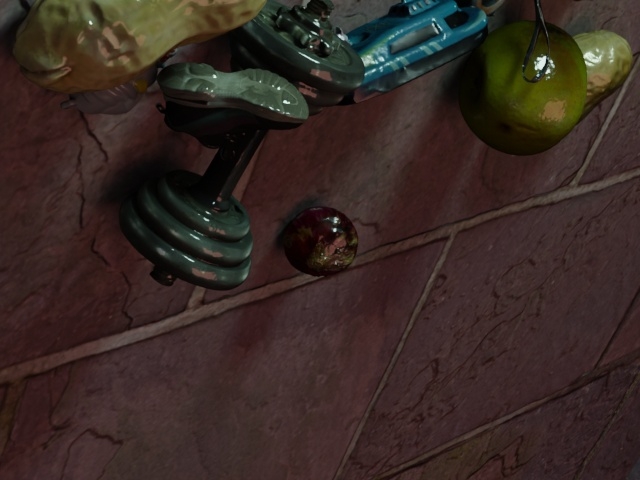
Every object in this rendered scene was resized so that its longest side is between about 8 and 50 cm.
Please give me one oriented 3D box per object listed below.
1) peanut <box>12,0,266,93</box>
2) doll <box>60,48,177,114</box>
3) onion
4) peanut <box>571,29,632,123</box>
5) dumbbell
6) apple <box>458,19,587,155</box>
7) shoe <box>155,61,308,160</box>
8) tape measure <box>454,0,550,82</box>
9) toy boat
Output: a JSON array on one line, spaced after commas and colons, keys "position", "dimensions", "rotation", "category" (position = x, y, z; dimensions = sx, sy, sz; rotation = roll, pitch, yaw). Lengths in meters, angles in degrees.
[{"position": [-0.183, -0.241, 1.620], "dimensions": [0.290, 0.130, 0.130], "rotation": [-29, 148, -20], "category": "peanut"}, {"position": [-0.209, -0.191, 1.711], "dimensions": [0.180, 0.079, 0.094], "rotation": [-41, -175, -24], "category": "doll"}, {"position": [0.000, 0.000, 2.231], "dimensions": [0.107, 0.097, 0.107], "rotation": [-4, 116, -9], "category": "onion"}, {"position": [0.381, -0.238, 2.447], "dimensions": [0.236, 0.110, 0.120], "rotation": [-40, 174, 0], "category": "peanut"}, {"position": [-0.095, -0.113, 1.851], "dimensions": [0.179, 0.179, 0.406], "rotation": [0, 127, -55], "category": "dumbbell"}, {"position": [0.288, -0.219, 2.254], "dimensions": [0.156, 0.196, 0.196], "rotation": [6, 127, -22], "category": "apple"}, {"position": [-0.100, -0.133, 1.721], "dimensions": [0.071, 0.169, 0.099], "rotation": [-83, -176, -55], "category": "shoe"}, {"position": [0.255, -0.308, 2.113], "dimensions": [0.104, 0.180, 0.107], "rotation": [-44, 158, 30], "category": "tape measure"}, {"position": [0.093, -0.265, 2.007], "dimensions": [0.298, 0.134, 0.092], "rotation": [-31, 115, -37], "category": "toy boat"}]
